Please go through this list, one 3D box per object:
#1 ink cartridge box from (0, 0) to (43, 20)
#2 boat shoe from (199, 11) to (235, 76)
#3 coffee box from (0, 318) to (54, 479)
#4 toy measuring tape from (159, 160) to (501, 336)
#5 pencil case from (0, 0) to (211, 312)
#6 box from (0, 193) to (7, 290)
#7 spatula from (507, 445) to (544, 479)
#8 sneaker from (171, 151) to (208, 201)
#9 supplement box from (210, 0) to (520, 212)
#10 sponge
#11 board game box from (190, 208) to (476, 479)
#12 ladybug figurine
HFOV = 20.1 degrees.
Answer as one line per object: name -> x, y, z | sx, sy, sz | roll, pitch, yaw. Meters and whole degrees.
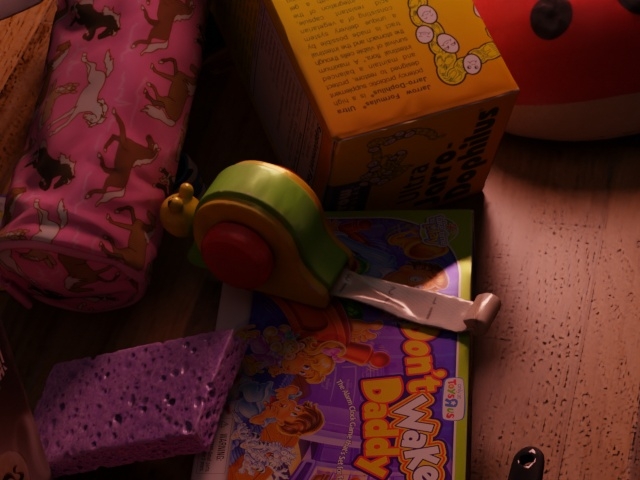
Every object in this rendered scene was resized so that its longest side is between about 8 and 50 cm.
ink cartridge box -> -0.483, -0.255, 1.942 | 0.270, 0.151, 0.395 | -26, 9, -18
boat shoe -> -0.126, -0.226, 1.972 | 0.324, 0.120, 0.122 | -22, 69, -20
coffee box -> -0.325, 0.171, 1.469 | 0.119, 0.297, 0.168 | 10, 47, 17
toy measuring tape -> 0.000, 0.000, 1.616 | 0.330, 0.121, 0.121 | 15, 49, 21
pencil case -> -0.212, -0.122, 1.765 | 0.160, 0.167, 0.386 | 17, 65, -18
box -> -0.376, 0.011, 1.820 | 0.179, 0.043, 0.105 | -12, 45, -1
spatula -> 0.145, 0.286, 1.477 | 0.084, 0.030, 0.296 | -3, 42, 23
sneaker -> -0.185, -0.044, 1.836 | 0.144, 0.059, 0.053 | -30, 51, -19
supplement box -> 0.024, -0.214, 1.803 | 0.195, 0.194, 0.356 | -17, 65, -15
sponge -> -0.169, 0.146, 1.597 | 0.210, 0.031, 0.117 | -13, 42, 32
board game box -> 0.021, 0.119, 1.630 | 0.233, 0.078, 0.347 | -1, 45, 7
ladybug figurine -> 0.327, -0.258, 1.910 | 0.449, 0.162, 0.305 | -26, 48, -17
